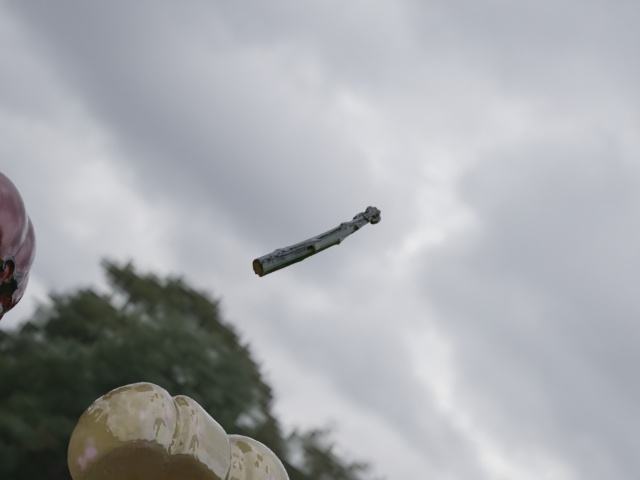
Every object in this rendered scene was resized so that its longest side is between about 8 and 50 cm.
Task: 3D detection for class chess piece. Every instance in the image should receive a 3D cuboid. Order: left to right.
[{"bbox_3d":[0.003,0.210,1.038,0.397,0.117,0.117,45,-15,-31],"label":"chess piece"}]

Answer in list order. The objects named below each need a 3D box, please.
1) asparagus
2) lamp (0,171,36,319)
[{"bbox_3d":[0.000,0.000,1.378,0.018,0.127,0.015,57,-37,12],"label":"asparagus"},{"bbox_3d":[-0.400,0.016,1.849,0.227,0.227,0.227,34,-13,9],"label":"lamp"}]
